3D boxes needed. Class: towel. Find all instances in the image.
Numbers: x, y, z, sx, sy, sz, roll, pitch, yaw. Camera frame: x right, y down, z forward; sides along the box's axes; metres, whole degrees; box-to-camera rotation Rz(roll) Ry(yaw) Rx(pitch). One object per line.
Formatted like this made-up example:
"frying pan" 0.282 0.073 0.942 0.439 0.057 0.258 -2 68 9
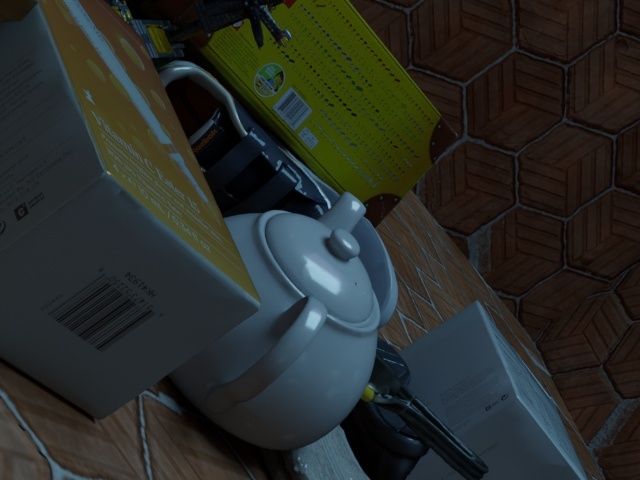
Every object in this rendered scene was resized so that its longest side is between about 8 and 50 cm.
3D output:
"towel" -0.018 0.207 1.668 0.187 0.049 0.282 41 17 -56

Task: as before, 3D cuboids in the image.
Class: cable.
"cable" 0.064 0.178 1.806 0.287 0.072 0.139 46 -4 -23

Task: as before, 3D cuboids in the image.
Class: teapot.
"teapot" -0.034 0.063 1.539 0.252 0.187 0.256 17 36 -47

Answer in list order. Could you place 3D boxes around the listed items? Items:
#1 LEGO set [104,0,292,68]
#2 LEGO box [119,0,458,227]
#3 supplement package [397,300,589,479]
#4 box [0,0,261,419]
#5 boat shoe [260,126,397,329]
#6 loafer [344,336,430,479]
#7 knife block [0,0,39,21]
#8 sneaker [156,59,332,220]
"LEGO set" -0.197 -0.310 1.864 0.192 0.331 0.255 -38 114 -78
"LEGO box" -0.086 -0.285 2.269 0.372 0.193 0.500 39 -5 47
"supplement package" 0.195 0.253 2.065 0.198 0.199 0.263 51 10 -23
"box" -0.217 -0.067 1.290 0.215 0.168 0.345 43 15 -49
"boat shoe" -0.007 0.005 2.167 0.367 0.136 0.156 46 -2 32
"loafer" 0.057 0.204 1.978 0.109 0.095 0.302 19 17 -17
"knife block" -0.347 -0.269 1.147 0.242 0.275 0.088 83 9 -48
"sneaker" -0.107 -0.090 2.016 0.321 0.126 0.127 47 6 2
